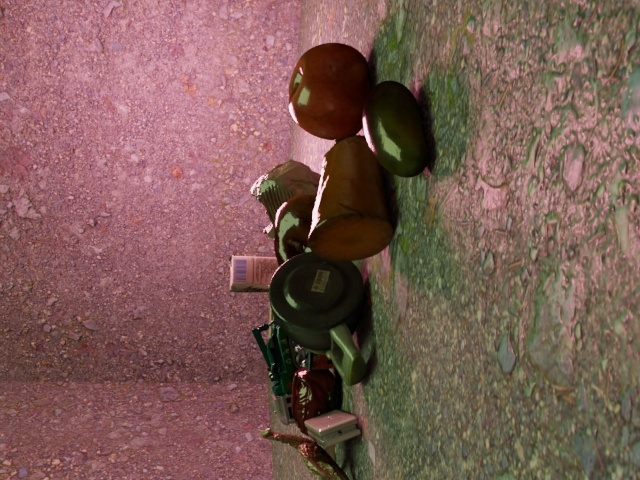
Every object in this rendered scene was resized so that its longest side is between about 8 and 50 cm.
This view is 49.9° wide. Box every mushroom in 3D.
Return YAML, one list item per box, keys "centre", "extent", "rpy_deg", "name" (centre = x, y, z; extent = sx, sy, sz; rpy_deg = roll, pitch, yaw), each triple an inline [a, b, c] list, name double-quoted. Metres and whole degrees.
- centre: [-0.017, -0.012, 2.067]
  extent: [0.254, 0.267, 0.267]
  rpy_deg: [-48, -23, -44]
  name: "mushroom"

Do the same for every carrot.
- centre: [0.060, -0.103, 1.548]
  extent: [0.196, 0.195, 0.254]
  rpy_deg: [105, 165, -55]
  name: "carrot"

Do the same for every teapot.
- centre: [0.033, 0.199, 1.756]
  extent: [0.239, 0.321, 0.239]
  rpy_deg: [-48, -31, -27]
  name: "teapot"

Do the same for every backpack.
- centre: [-0.022, 0.482, 2.066]
  extent: [0.229, 0.138, 0.229]
  rpy_deg: [-177, 90, -82]
  name: "backpack"

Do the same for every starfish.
- centre: [-0.010, 0.579, 1.844]
  extent: [0.060, 0.299, 0.302]
  rpy_deg: [-61, -16, -9]
  name: "starfish"

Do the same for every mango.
- centre: [0.139, -0.221, 1.310]
  extent: [0.268, 0.111, 0.133]
  rpy_deg: [-104, 29, -47]
  name: "mango"

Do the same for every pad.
- centre: [0.025, 0.722, 2.150]
  extent: [0.266, 0.002, 0.176]
  rpy_deg: [102, 167, -48]
  name: "pad"

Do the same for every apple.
- centre: [0.024, -0.393, 1.811]
  extent: [0.252, 0.206, 0.272]
  rpy_deg: [107, 164, -49]
  name: "apple"

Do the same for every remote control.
- centre: [0.029, 0.501, 1.832]
  extent: [0.277, 0.102, 0.056]
  rpy_deg: [134, 118, -77]
  name: "remote control"

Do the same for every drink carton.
- centre: [-0.220, 0.147, 2.856]
  extent: [0.194, 0.324, 0.132]
  rpy_deg: [127, 144, -76]
  name: "drink carton"

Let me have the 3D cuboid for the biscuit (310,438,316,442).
- centre: [-0.026, 0.681, 2.452]
  extent: [0.120, 0.015, 0.120]
  rpy_deg: [-177, 90, -82]
  name: "biscuit"

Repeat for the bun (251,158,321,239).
- centre: [-0.084, -0.142, 2.360]
  extent: [0.205, 0.281, 0.282]
  rpy_deg: [-55, -20, -50]
  name: "bun"

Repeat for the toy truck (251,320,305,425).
- centre: [-0.105, 0.446, 2.346]
  extent: [0.176, 0.177, 0.364]
  rpy_deg: [152, 102, -82]
  name: "toy truck"

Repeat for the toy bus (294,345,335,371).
- centre: [-0.008, 0.310, 2.089]
  extent: [0.265, 0.119, 0.121]
  rpy_deg: [-153, 66, -80]
  name: "toy bus"

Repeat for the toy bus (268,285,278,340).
- centre: [-0.115, 0.293, 2.559]
  extent: [0.139, 0.157, 0.290]
  rpy_deg: [21, -110, -74]
  name: "toy bus"
